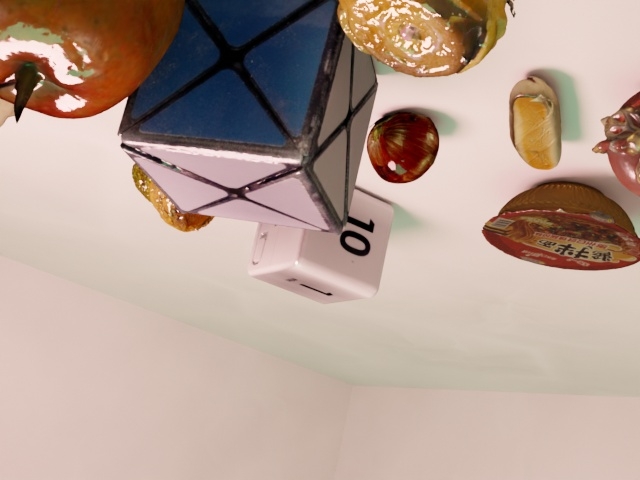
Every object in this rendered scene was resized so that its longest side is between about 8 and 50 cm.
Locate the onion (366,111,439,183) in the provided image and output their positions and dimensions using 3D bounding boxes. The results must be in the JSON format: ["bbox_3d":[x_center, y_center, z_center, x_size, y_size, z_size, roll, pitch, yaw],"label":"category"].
[{"bbox_3d":[0.127,-0.138,1.416,0.118,0.119,0.117,18,158,-17],"label":"onion"}]

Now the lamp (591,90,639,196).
[{"bbox_3d":[0.466,-0.131,1.171,0.215,0.151,0.223,6,-154,36],"label":"lamp"}]

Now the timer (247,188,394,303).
[{"bbox_3d":[0.000,0.000,1.786,0.195,0.192,0.194,23,160,-29],"label":"timer"}]

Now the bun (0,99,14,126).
[{"bbox_3d":[-0.542,-0.263,1.325,0.281,0.205,0.281,17,-160,-6],"label":"bun"}]

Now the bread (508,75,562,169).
[{"bbox_3d":[0.301,-0.166,1.294,0.073,0.053,0.214,2,158,19],"label":"bread"}]

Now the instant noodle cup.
[{"bbox_3d":[0.413,-0.035,1.562,0.274,0.091,0.274,11,162,4],"label":"instant noodle cup"}]

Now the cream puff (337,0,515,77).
[{"bbox_3d":[0.117,-0.263,0.992,0.189,0.129,0.189,19,160,7],"label":"cream puff"}]

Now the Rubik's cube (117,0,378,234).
[{"bbox_3d":[-0.083,-0.171,1.204,0.259,0.260,0.255,10,162,16],"label":"Rubik's cube"}]

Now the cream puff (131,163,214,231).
[{"bbox_3d":[-0.264,-0.125,1.685,0.169,0.183,0.183,34,170,19],"label":"cream puff"}]

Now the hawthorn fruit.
[{"bbox_3d":[-0.291,-0.257,0.999,0.267,0.301,0.268,7,147,4],"label":"hawthorn fruit"}]
